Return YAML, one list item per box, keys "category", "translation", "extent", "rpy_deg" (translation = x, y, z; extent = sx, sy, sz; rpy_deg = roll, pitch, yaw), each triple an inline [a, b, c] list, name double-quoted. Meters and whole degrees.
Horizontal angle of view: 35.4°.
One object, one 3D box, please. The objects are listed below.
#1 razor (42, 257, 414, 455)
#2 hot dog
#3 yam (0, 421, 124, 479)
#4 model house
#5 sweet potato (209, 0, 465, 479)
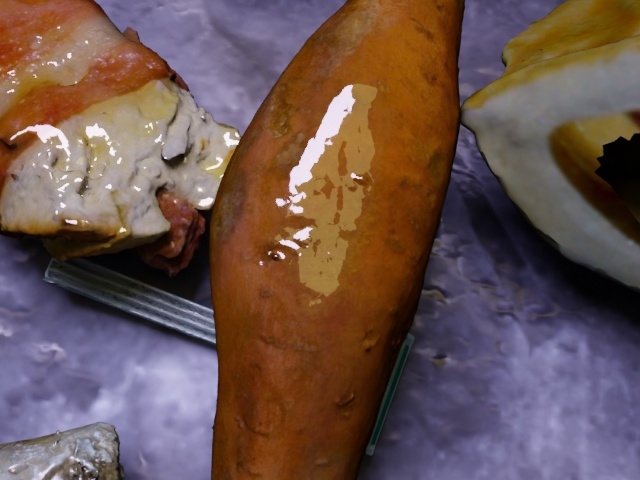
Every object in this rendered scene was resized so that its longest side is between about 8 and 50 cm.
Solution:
- category: "razor"
  translation: [-0.051, 0.048, 0.526]
  extent: [0.191, 0.037, 0.068]
  rpy_deg: [20, 79, 2]
- category: "hot dog"
  translation: [-0.137, -0.060, 0.526]
  extent: [0.146, 0.103, 0.213]
  rpy_deg: [-25, 62, -33]
- category: "yam"
  translation: [-0.176, 0.136, 0.462]
  extent: [0.179, 0.078, 0.078]
  rpy_deg: [-8, 69, -7]
- category: "model house"
  translation: [0.235, -0.075, 0.534]
  extent: [0.268, 0.173, 0.239]
  rpy_deg: [31, 38, 5]
- category: "sweet potato"
  translation: [0.002, -0.005, 0.465]
  extent: [0.112, 0.112, 0.359]
  rpy_deg: [18, 79, 2]
